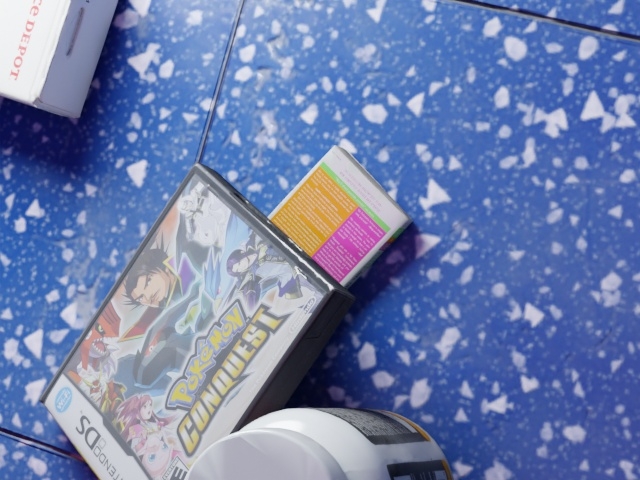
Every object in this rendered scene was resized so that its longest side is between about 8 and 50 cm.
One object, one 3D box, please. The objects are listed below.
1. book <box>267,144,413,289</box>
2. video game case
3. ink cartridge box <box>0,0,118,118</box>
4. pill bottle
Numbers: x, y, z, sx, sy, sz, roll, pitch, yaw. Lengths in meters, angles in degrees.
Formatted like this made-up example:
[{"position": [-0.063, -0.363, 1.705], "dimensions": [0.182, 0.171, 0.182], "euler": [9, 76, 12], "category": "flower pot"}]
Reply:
[{"position": [0.000, 0.000, 1.433], "dimensions": [0.144, 0.035, 0.096], "euler": [-46, 75, 11], "category": "book"}, {"position": [-0.118, 0.099, 1.407], "dimensions": [0.275, 0.035, 0.248], "euler": [-56, 43, 7], "category": "video game case"}, {"position": [-0.315, -0.224, 1.536], "dimensions": [0.218, 0.092, 0.159], "euler": [19, 92, 22], "category": "ink cartridge box"}, {"position": [0.001, 0.215, 1.280], "dimensions": [0.162, 0.278, 0.162], "euler": [-2, 83, 20], "category": "pill bottle"}]
